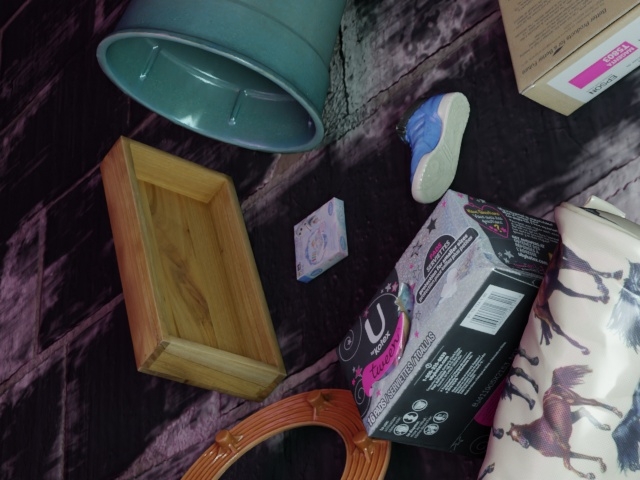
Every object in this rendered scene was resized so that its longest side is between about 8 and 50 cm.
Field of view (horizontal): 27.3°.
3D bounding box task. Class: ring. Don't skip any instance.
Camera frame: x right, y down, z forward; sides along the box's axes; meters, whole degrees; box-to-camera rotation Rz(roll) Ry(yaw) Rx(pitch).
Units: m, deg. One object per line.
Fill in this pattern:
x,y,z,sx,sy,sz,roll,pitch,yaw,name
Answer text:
-0.067,0.295,1.590,0.336,0.032,0.336,-26,28,15,ring

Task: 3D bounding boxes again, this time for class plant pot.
-0.105,-0.350,1.909,0.341,0.341,0.334,-4,61,53,plant pot

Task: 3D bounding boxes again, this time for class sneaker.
0.130,-0.116,1.671,0.084,0.058,0.152,2,70,48,sneaker

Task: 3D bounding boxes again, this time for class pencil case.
0.240,0.166,1.252,0.183,0.160,0.410,28,102,66,pencil case

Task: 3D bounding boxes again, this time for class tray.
-0.192,0.036,1.902,0.076,0.203,0.411,-48,40,29,tray

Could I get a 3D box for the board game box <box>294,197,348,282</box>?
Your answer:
0.000,0.000,1.822,0.090,0.020,0.090,-35,46,39,board game box

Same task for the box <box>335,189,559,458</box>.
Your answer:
0.153,0.092,1.420,0.247,0.163,0.142,-58,33,27,box

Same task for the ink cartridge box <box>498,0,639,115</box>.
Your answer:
0.317,-0.284,1.482,0.234,0.088,0.193,-35,48,38,ink cartridge box
